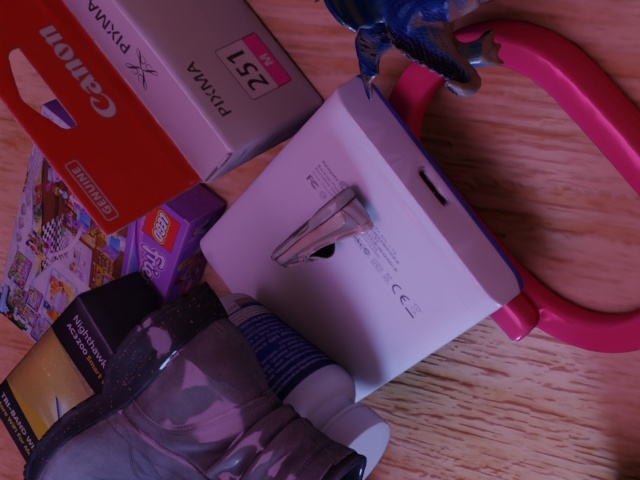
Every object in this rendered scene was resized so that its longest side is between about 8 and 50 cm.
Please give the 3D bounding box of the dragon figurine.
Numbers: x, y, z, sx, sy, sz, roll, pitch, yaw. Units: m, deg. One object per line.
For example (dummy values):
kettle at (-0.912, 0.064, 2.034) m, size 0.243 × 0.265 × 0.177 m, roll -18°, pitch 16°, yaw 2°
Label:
dragon figurine at (0.053, -0.163, 1.072) m, size 0.144 × 0.289 × 0.085 m, roll -12°, pitch 132°, yaw 14°

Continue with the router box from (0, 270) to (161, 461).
router box at (-0.180, 0.221, 1.446) m, size 0.308 × 0.081 × 0.243 m, roll 57°, pitch 136°, yaw 10°

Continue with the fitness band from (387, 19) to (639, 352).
fitness band at (0.174, -0.037, 1.148) m, size 0.291 × 0.054 × 0.209 m, roll 49°, pitch 131°, yaw 6°

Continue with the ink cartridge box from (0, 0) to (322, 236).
ink cartridge box at (-0.164, -0.166, 1.219) m, size 0.275 × 0.239 × 0.060 m, roll 52°, pitch 134°, yaw 4°

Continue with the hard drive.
hard drive at (0.021, 0.018, 1.258) m, size 0.210 × 0.040 × 0.319 m, roll 53°, pitch 147°, yaw 4°

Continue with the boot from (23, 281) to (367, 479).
boot at (-0.117, 0.209, 1.247) m, size 0.222 × 0.118 × 0.338 m, roll 49°, pitch 138°, yaw 8°

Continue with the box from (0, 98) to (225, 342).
box at (-0.222, 0.020, 1.495) m, size 0.201 × 0.057 × 0.293 m, roll 39°, pitch 132°, yaw 18°

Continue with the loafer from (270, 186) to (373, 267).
loafer at (0.000, 0.000, 1.192) m, size 0.039 × 0.045 × 0.125 m, roll 48°, pitch 144°, yaw -1°

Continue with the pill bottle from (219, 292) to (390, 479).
pill bottle at (-0.034, 0.140, 1.295) m, size 0.187 × 0.112 × 0.112 m, roll 36°, pitch 131°, yaw 27°
